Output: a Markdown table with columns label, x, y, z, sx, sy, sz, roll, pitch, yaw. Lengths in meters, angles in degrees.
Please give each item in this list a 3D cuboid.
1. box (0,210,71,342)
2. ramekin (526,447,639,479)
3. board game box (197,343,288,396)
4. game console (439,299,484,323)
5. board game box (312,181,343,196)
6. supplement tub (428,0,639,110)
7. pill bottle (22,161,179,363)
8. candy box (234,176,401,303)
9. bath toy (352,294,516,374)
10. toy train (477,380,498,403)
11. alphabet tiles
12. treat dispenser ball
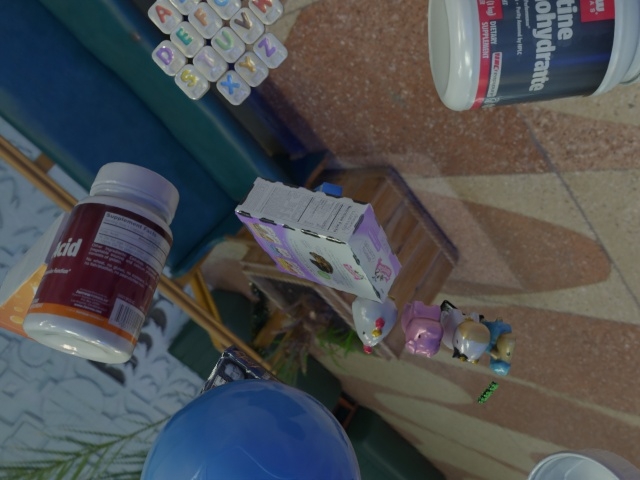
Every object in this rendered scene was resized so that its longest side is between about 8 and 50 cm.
| label | x | y | z | sx | sy | sz | roll | pitch | yaw |
| --- | --- | --- | --- | --- | --- | --- | --- | --- | --- |
| box | -0.649 | 0.114 | 1.594 | 0.215 | 0.168 | 0.345 | 32 | 132 | -29 |
| ramekin | 0.462 | 0.451 | 1.061 | 0.109 | 0.207 | 0.207 | 0 | -173 | -42 |
| board game box | -0.172 | 0.351 | 1.247 | 0.165 | 0.243 | 0.042 | 34 | -162 | 12 |
| game console | 0.390 | 0.230 | 1.808 | 0.107 | 0.071 | 0.122 | 0 | 137 | -22 |
| board game box | -0.006 | -0.040 | 1.423 | 0.047 | 0.160 | 0.210 | 13 | 178 | -9 |
| supplement tub | 0.291 | -0.280 | 0.834 | 0.272 | 0.191 | 0.191 | -6 | 153 | 1 |
| pill bottle | -0.453 | 0.044 | 1.354 | 0.224 | 0.392 | 0.224 | 11 | 154 | 5 |
| candy box | 0.000 | 0.000 | 0.911 | 0.196 | 0.070 | 0.165 | 16 | 154 | 32 |
| bath toy | 0.233 | 0.198 | 1.342 | 0.348 | 0.129 | 0.151 | 12 | 167 | -8 |
| toy train | 0.471 | 0.428 | 1.772 | 0.023 | 0.083 | 0.017 | 18 | -153 | -24 |
| alphabet tiles | -0.219 | -0.444 | 1.347 | 0.278 | 0.284 | 0.021 | 47 | -169 | -5 |
| treat dispenser ball | -0.089 | 0.329 | 0.825 | 0.288 | 0.288 | 0.288 | 30 | 159 | 13 |
